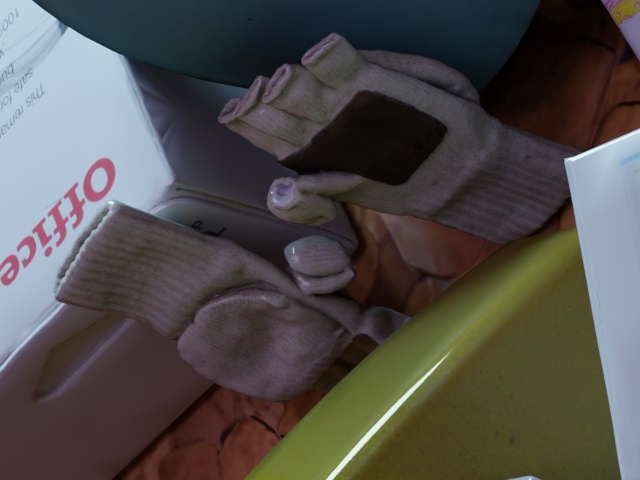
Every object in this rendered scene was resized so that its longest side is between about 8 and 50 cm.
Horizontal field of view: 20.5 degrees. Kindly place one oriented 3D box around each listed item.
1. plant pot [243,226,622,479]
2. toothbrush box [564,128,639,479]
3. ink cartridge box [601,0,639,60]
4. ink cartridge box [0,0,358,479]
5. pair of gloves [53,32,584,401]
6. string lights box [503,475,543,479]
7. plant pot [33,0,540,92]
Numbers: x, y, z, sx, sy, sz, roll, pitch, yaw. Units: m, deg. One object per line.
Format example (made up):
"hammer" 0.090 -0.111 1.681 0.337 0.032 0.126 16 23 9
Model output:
"plant pot" 0.104 0.112 0.783 0.187 0.212 0.212 -53 4 -7
"toothbrush box" 0.262 0.022 0.623 0.216 0.295 0.126 -24 64 38
"ink cartridge box" 0.218 -0.144 0.848 0.154 0.093 0.212 -45 51 27
"ink cartridge box" -0.183 -0.071 1.153 0.285 0.166 0.395 -44 52 27
"pair of gloves" 0.000 0.000 0.939 0.240 0.204 0.042 -42 39 28
"string lights box" 0.176 0.178 0.649 0.077 0.260 0.133 142 141 -73
"plant pot" -0.042 -0.216 0.944 0.293 0.235 0.293 179 90 -65
